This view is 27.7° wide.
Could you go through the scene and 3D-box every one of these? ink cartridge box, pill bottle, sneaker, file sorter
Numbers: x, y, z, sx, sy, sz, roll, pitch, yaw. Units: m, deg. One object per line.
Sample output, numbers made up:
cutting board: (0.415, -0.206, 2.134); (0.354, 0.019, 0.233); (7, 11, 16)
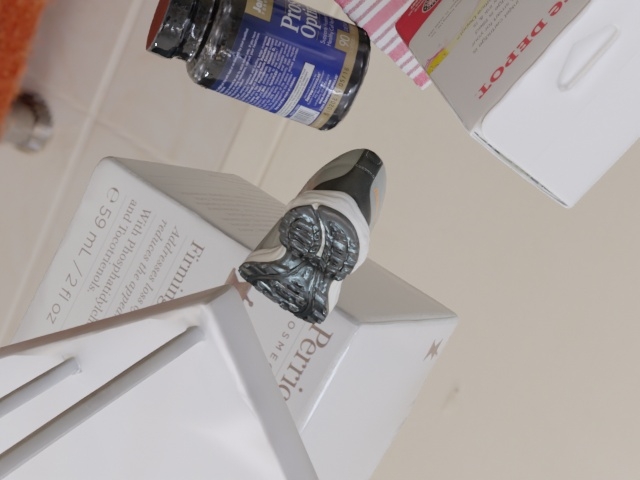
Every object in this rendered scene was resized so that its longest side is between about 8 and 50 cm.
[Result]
ink cartridge box: (0.210, -0.199, 1.179); (0.131, 0.226, 0.306); (34, -163, -25)
pill bottle: (-0.068, -0.206, 1.384); (0.219, 0.122, 0.123); (19, -162, -17)
sneaker: (0.000, 0.000, 1.264); (0.100, 0.108, 0.271); (35, 152, -4)
file sorter: (-0.143, 0.161, 0.486); (0.278, 0.192, 0.173); (-16, -170, 36)

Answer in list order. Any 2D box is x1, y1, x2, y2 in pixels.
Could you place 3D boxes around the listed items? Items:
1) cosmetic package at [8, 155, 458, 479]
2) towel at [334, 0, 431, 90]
cosmetic package: (-0.109, 0.134, 1.607); (0.394, 0.329, 0.327); (32, -169, 23)
towel: (0.111, -0.270, 1.441); (0.197, 0.144, 0.029); (39, -166, -41)
